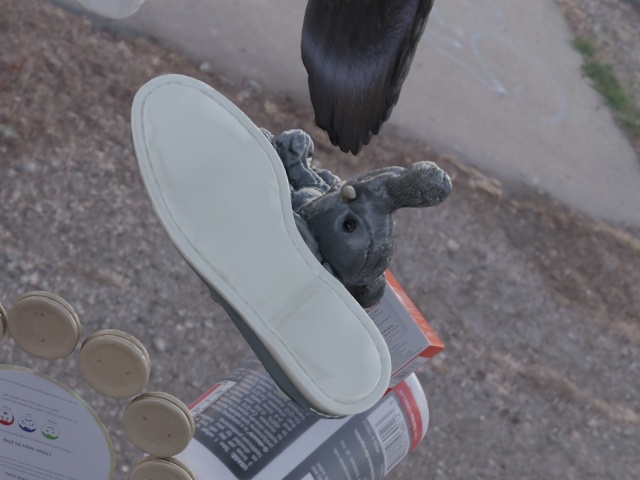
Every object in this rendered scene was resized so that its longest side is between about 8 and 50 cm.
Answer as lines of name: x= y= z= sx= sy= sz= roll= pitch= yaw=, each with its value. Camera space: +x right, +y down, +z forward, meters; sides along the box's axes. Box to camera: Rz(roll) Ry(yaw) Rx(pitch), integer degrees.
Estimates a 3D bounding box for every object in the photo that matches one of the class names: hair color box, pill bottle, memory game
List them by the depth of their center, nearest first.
memory game: x=-0.151 y=0.103 z=0.569 sx=0.186 sy=0.186 sz=0.012 roll=30 pitch=29 yaw=-4
hair color box: x=0.044 y=0.075 z=1.162 sx=0.167 sy=0.093 sz=0.053 roll=55 pitch=14 yaw=21
pill bottle: x=-0.067 y=0.253 z=1.229 sx=0.363 sy=0.210 sz=0.210 roll=-37 pitch=69 yaw=-28

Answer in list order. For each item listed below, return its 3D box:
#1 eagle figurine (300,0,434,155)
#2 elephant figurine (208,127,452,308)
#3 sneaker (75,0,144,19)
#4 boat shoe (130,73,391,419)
eagle figurine: x=0.030 y=-0.218 z=0.555 sx=0.298 sy=0.226 sz=0.225 roll=54 pitch=9 yaw=-46
elephant figurine: x=0.000 y=0.000 z=1.020 sx=0.169 sy=0.186 sz=0.239 roll=-36 pitch=44 yaw=-20
sneaker: x=-0.102 y=-0.248 z=0.659 sx=0.090 sy=0.115 sz=0.232 roll=23 pitch=52 yaw=-46
boat shoe: x=-0.064 y=0.012 z=0.911 sx=0.116 sy=0.099 sz=0.319 roll=-35 pitch=91 yaw=-24
